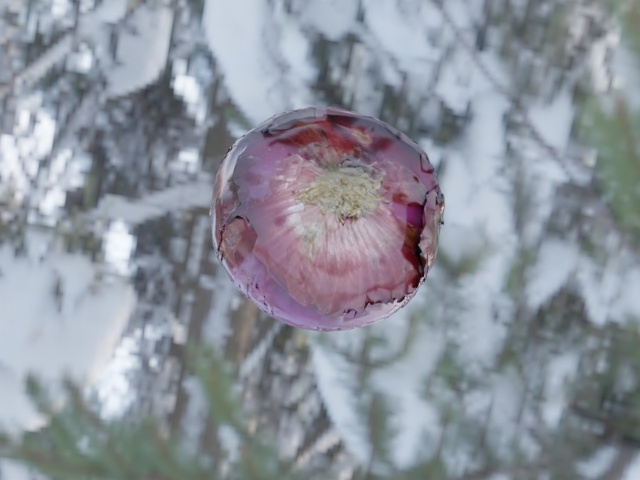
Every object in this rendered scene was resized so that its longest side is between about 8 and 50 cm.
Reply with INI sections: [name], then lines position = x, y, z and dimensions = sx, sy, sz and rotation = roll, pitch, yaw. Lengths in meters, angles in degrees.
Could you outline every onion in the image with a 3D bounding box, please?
[onion]
position = 0.000, 0.000, 1.083
dimensions = 0.150, 0.140, 0.150
rotation = 5, -119, -9
